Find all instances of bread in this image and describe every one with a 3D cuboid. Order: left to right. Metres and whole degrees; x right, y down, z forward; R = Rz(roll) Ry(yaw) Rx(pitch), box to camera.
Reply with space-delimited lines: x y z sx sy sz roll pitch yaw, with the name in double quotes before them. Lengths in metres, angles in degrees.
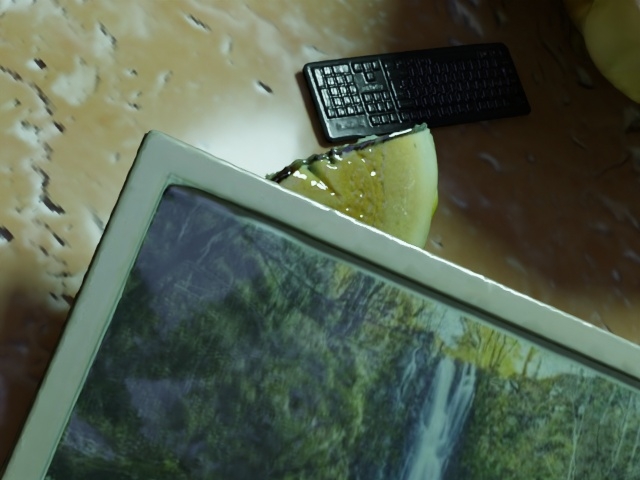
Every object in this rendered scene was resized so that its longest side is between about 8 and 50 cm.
"bread" 0.000 0.000 0.594 0.157 0.083 0.094 -42 94 -19

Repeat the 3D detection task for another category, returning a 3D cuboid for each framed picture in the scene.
"framed picture" 0.023 0.120 0.539 0.324 0.020 0.240 25 80 -13

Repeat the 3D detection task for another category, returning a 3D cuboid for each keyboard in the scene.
"keyboard" 0.061 -0.091 0.708 0.155 0.010 0.053 -12 77 -31

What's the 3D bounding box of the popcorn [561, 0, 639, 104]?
"popcorn" 0.312 -0.226 0.697 0.344 0.354 0.390 24 58 -8
